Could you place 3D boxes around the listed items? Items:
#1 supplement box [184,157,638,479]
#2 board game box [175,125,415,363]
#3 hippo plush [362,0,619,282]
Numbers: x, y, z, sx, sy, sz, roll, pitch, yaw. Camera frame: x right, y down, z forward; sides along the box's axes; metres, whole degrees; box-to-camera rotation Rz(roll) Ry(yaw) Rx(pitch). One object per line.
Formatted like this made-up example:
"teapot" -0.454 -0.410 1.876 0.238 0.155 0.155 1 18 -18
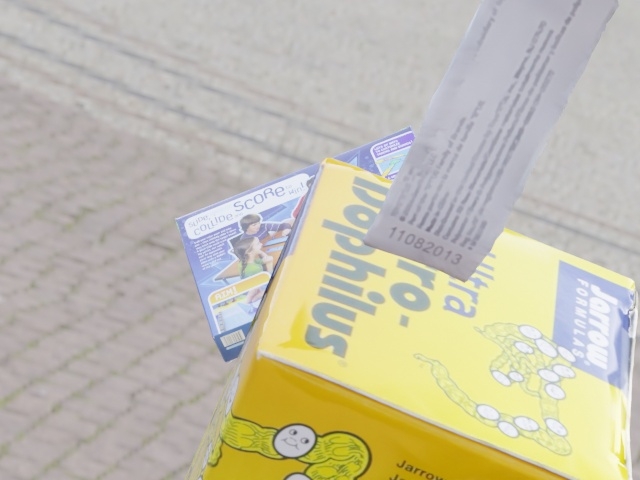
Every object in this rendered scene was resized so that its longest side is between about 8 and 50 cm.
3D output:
"supplement box" 0.014 0.171 0.936 0.195 0.356 0.194 22 33 -3
"board game box" 0.000 0.000 1.278 0.201 0.035 0.136 -21 45 0
"hippo plush" 0.152 -0.121 0.385 0.234 0.294 0.237 46 36 20
